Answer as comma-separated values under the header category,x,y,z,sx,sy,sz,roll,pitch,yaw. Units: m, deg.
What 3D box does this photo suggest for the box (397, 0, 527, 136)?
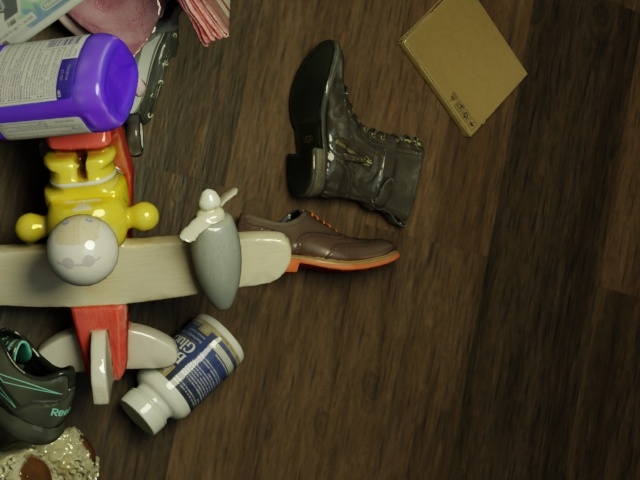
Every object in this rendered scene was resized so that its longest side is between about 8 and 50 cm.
category,x,y,z,sx,sy,sz,roll,pitch,yaw
box,0.236,-0.297,2.035,0.164,0.021,0.201,-47,112,-22

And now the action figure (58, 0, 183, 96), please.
category,x,y,z,sx,sy,sz,roll,pitch,yaw
action figure,-0.365,-0.379,1.589,0.370,0.248,0.275,16,99,-34

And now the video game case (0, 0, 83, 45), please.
category,x,y,z,sx,sy,sz,roll,pitch,yaw
video game case,-0.458,-0.348,1.479,0.300,0.329,0.036,52,26,-21

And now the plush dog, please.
category,x,y,z,sx,sy,sz,roll,pitch,yaw
plush dog,-0.392,0.376,1.581,0.211,0.262,0.225,-13,90,6

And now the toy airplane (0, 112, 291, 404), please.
category,x,y,z,sx,sy,sz,roll,pitch,yaw
toy airplane,-0.291,0.026,1.575,0.384,0.272,0.386,43,93,-7

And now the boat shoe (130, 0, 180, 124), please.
category,x,y,z,sx,sy,sz,roll,pitch,yaw
boat shoe,-0.231,-0.267,1.731,0.076,0.080,0.228,29,70,-51

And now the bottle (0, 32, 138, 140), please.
category,x,y,z,sx,sy,sz,roll,pitch,yaw
bottle,-0.360,-0.177,1.483,0.092,0.283,0.118,60,33,-50

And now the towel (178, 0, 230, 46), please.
category,x,y,z,sx,sy,sz,roll,pitch,yaw
towel,-0.190,-0.397,1.567,0.037,0.329,0.237,-28,117,13

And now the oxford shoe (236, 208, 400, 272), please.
category,x,y,z,sx,sy,sz,roll,pitch,yaw
oxford shoe,0.000,0.000,1.860,0.271,0.097,0.098,0,85,-31

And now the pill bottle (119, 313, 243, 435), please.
category,x,y,z,sx,sy,sz,roll,pitch,yaw
pill bottle,-0.196,0.190,1.743,0.169,0.094,0.094,-44,112,-23

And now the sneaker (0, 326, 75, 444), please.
category,x,y,z,sx,sy,sz,roll,pitch,yaw
sneaker,-0.416,0.142,1.539,0.267,0.101,0.106,29,111,5

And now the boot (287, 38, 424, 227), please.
category,x,y,z,sx,sy,sz,roll,pitch,yaw
boot,0.065,-0.160,1.910,0.229,0.091,0.262,7,91,-36
